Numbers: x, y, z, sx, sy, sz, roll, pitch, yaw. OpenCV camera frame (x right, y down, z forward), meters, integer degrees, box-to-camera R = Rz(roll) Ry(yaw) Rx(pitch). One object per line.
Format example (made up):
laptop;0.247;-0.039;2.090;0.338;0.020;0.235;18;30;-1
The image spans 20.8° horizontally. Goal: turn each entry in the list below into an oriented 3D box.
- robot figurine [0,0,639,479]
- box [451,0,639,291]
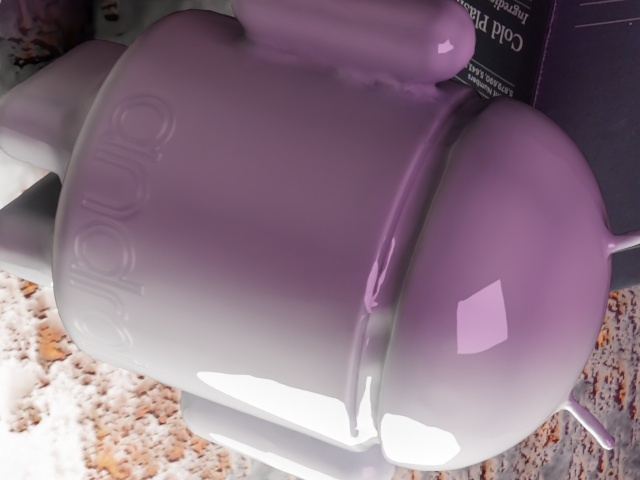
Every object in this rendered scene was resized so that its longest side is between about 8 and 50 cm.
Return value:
robot figurine;0.000;0.000;0.922;0.200;0.353;0.300;-51;153;-53
box;0.211;-0.153;1.094;0.343;0.179;0.313;-11;124;-31
